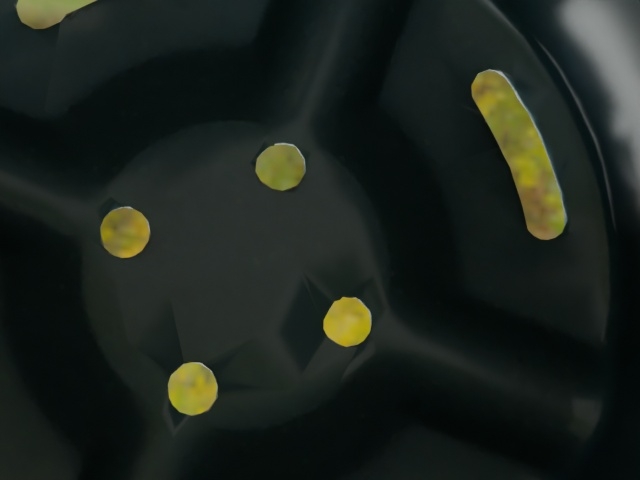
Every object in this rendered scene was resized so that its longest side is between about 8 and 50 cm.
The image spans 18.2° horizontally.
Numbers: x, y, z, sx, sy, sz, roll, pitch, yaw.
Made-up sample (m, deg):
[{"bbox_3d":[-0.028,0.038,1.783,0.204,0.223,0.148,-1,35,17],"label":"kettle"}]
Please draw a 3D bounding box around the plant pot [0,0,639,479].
[{"bbox_3d":[0.000,0.000,0.446,0.341,0.341,0.334,10,174,-7],"label":"plant pot"}]
